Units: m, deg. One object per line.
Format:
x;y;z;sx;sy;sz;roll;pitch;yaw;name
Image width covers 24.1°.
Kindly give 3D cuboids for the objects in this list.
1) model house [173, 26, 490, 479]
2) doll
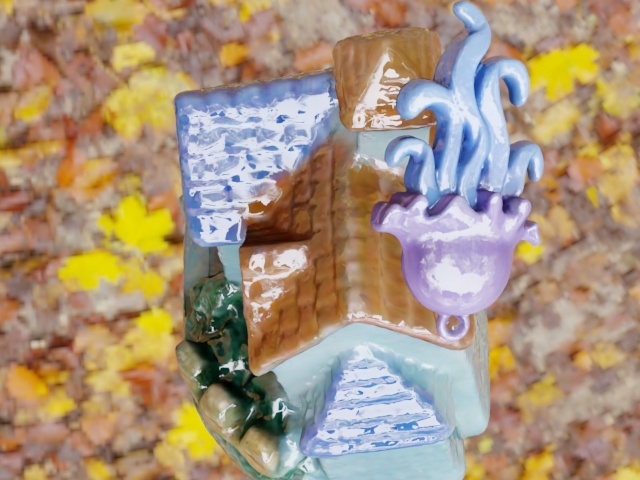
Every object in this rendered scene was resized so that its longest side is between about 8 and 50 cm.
0.000;0.000;1.074;0.251;0.295;0.329;-2;152;3;model house
0.087;-0.041;0.907;0.110;0.067;0.206;4;94;-17;doll
